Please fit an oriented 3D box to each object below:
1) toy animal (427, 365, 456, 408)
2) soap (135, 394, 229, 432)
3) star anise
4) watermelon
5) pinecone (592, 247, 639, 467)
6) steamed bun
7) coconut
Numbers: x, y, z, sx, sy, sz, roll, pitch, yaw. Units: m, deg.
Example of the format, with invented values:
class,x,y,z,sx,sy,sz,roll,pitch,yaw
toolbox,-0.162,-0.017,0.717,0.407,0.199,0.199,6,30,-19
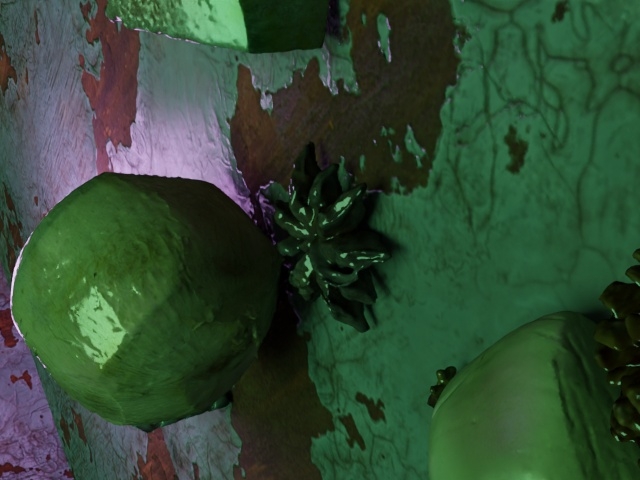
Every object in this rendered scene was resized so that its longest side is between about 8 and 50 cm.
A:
class,x,y,z,sx,sy,sz,roll,pitch,yaw
toy animal,0.168,0.236,0.730,0.149,0.054,0.276,-29,80,63
soap,-0.230,0.136,1.240,0.094,0.150,0.262,9,110,62
star anise,0.000,0.000,0.891,0.182,0.065,0.195,53,147,34
watermelon,-0.100,-0.309,0.876,0.231,0.193,0.310,-24,95,40
pinecone,0.226,0.072,0.468,0.173,0.173,0.174,30,127,50
steamed bun,0.157,0.173,0.593,0.170,0.152,0.239,-46,55,39
coconut,-0.187,0.071,1.011,0.254,0.297,0.297,47,141,15
